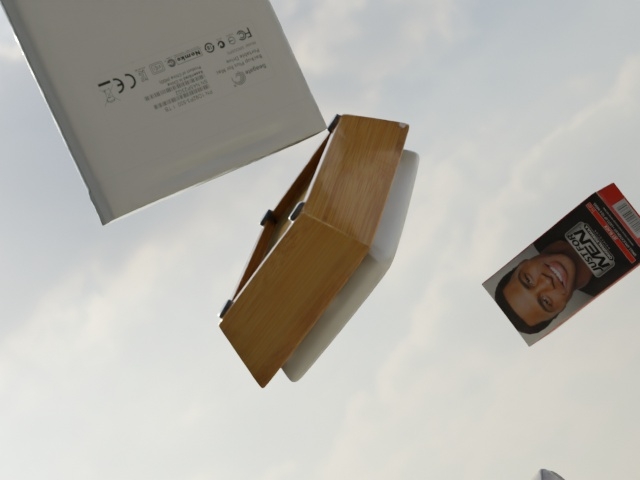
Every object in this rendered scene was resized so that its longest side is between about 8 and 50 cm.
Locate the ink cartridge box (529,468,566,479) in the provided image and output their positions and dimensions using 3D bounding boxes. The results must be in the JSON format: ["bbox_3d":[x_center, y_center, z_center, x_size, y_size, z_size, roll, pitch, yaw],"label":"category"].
[{"bbox_3d":[0.197,0.273,1.117,0.082,0.139,0.191,-52,8,18],"label":"ink cartridge box"}]

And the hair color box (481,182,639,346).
[{"bbox_3d":[0.213,0.022,1.302,0.141,0.072,0.043,-44,-11,34],"label":"hair color box"}]

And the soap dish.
[{"bbox_3d":[0.000,0.000,1.735,0.229,0.118,0.291,-53,8,31],"label":"soap dish"}]

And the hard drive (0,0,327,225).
[{"bbox_3d":[-0.143,-0.189,1.190,0.203,0.308,0.040,-25,0,-29],"label":"hard drive"}]
